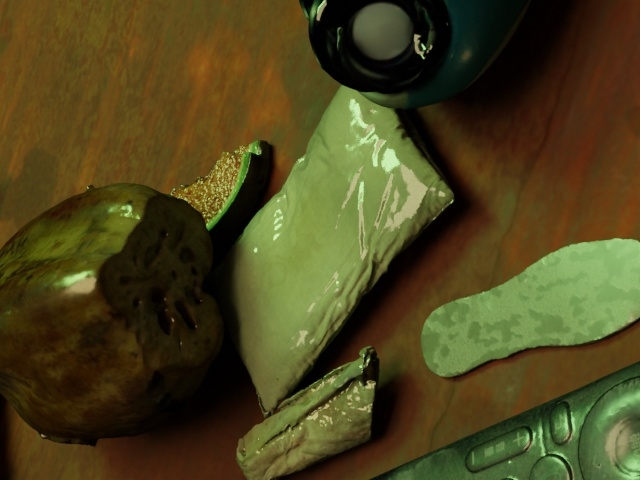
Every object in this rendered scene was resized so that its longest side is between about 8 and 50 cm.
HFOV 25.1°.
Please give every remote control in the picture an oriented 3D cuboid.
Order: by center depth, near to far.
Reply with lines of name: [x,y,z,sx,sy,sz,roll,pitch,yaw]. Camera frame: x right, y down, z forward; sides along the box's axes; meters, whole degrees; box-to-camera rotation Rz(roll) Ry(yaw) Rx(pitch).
remote control: [0.134,0.153,0.865,0.377,0.044,0.107,-31,62,38]

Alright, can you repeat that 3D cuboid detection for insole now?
insole: [0.137,0.045,0.918,0.193,0.006,0.065,-25,62,40]

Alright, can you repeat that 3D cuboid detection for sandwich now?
sandwich: [-0.088,-0.027,1.160,0.135,0.029,0.067,-36,50,36]

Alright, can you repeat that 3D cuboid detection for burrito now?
burrito: [-0.002,0.130,1.014,0.149,0.055,0.041,-36,10,31]

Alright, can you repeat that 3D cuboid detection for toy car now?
toy car: [0.073,-0.215,0.933,0.188,0.190,0.255,-104,9,-69]

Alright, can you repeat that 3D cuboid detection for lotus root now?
lotus root: [-0.180,0.068,1.132,0.291,0.193,0.193,-22,63,52]

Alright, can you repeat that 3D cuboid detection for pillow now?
pillow: [0.000,0.000,1.046,0.230,0.050,0.148,-54,41,26]
